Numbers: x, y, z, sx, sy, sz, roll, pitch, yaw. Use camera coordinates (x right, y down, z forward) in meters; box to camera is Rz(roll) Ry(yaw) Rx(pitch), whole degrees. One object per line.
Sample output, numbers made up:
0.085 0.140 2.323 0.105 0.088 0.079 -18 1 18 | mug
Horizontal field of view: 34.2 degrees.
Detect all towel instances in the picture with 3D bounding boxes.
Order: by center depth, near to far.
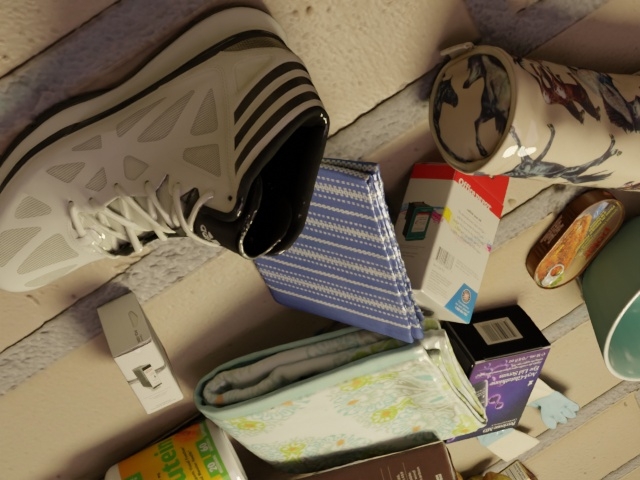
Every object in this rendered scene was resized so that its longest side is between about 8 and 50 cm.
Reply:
0.000 0.000 1.323 0.040 0.243 0.336 -59 148 -30 | towel
0.042 0.246 1.561 0.375 0.090 0.320 -16 144 14 | towel

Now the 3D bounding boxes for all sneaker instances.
-0.185 -0.046 1.120 0.447 0.257 0.169 -38 137 7 | sneaker

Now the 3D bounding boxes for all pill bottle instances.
-0.240 0.379 1.574 0.246 0.136 0.136 -26 137 -7 | pill bottle

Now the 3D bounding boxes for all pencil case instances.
0.341 -0.164 1.389 0.410 0.183 0.160 2 159 -31 | pencil case

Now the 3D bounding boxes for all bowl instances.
0.561 0.069 1.728 0.312 0.163 0.311 -17 136 -17 | bowl

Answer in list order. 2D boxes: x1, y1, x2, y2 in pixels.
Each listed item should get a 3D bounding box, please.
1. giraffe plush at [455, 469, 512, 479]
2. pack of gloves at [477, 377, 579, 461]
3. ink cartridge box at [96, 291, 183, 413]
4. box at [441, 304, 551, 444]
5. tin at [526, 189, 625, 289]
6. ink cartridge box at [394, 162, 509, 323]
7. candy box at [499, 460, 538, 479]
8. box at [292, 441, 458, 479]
0.253 0.504 1.975 0.170 0.210 0.181 36 113 -15 | giraffe plush
0.366 0.322 1.956 0.195 0.046 0.232 -36 136 21 | pack of gloves
-0.241 0.151 1.388 0.056 0.099 0.135 -25 136 -6 | ink cartridge box
0.271 0.226 1.748 0.153 0.108 0.207 -10 133 -23 | box
0.408 -0.001 1.669 0.106 0.040 0.189 18 119 -35 | tin
0.175 -0.017 1.440 0.134 0.078 0.231 34 69 -45 | ink cartridge box
0.362 0.540 2.135 0.187 0.053 0.109 -37 137 8 | candy box
0.039 0.438 1.679 0.382 0.143 0.191 -17 165 4 | box
